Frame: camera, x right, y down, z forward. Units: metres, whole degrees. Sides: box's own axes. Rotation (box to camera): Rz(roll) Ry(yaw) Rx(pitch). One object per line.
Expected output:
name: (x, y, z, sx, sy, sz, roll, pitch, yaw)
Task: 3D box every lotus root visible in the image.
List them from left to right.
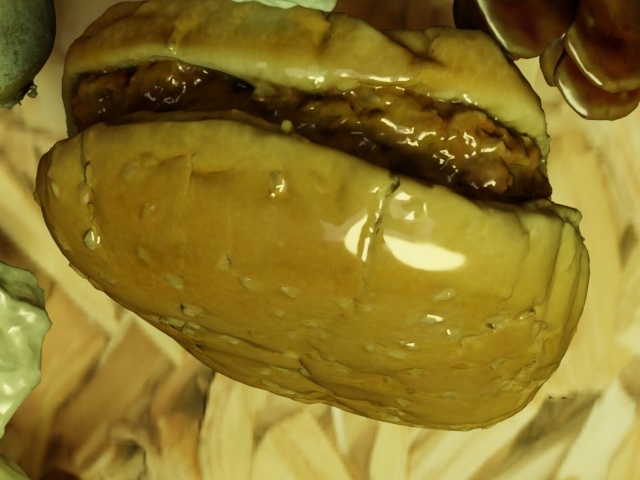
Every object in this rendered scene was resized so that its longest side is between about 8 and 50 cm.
lotus root: (-0.184, -0.141, 0.747, 0.088, 0.088, 0.165, -16, 110, 9)

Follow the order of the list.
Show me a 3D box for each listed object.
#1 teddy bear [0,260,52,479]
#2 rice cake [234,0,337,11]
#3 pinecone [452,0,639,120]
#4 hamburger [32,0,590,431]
teddy bear: (-0.259, 0.127, 0.744, 0.327, 0.375, 0.362, -46, 118, -19)
rice cake: (0.000, -0.259, 0.606, 0.066, 0.063, 0.336, 8, 82, 14)
pinecone: (0.174, -0.171, 0.639, 0.264, 0.264, 0.264, 0, 118, 1)
hamburger: (0.001, 0.000, 0.719, 0.259, 0.145, 0.283, 5, 164, 19)
